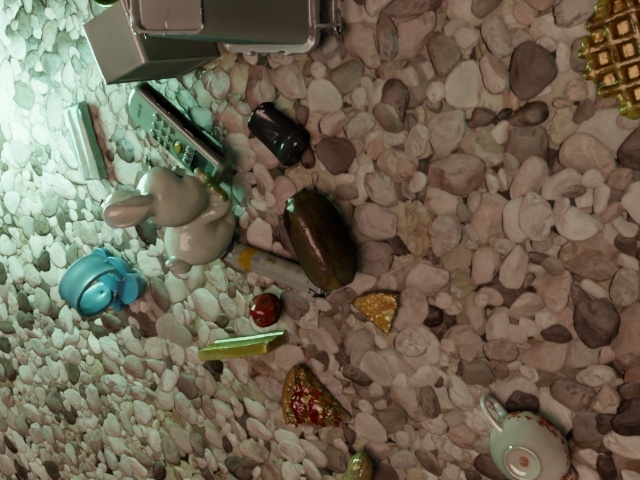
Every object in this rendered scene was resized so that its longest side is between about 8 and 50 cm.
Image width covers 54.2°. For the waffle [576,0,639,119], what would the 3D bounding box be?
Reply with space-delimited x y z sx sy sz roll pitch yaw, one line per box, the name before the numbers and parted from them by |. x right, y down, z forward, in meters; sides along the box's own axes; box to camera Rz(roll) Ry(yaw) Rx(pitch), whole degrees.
waffle | 0.543 -0.312 0.981 0.253 0.056 0.249 45 124 14

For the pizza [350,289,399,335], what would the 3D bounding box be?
pizza | 0.133 0.164 1.417 0.122 0.026 0.109 -11 102 32

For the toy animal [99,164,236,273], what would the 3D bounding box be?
toy animal | -0.349 -0.065 1.495 0.247 0.310 0.183 -44 52 -8

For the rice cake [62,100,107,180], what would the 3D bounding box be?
rice cake | -0.673 -0.279 1.784 0.085 0.040 0.226 -8 101 34

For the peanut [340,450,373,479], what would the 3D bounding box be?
peanut | 0.087 0.596 1.551 0.080 0.080 0.175 26 120 24

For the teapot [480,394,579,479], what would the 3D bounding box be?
teapot | 0.416 0.419 1.278 0.246 0.116 0.159 54 137 14

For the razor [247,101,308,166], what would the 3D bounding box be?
razor | -0.097 -0.242 1.416 0.148 0.054 0.090 45 124 14

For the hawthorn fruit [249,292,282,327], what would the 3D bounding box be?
hawthorn fruit | -0.140 0.175 1.557 0.093 0.093 0.093 11 111 30

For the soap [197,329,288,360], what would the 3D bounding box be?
soap | -0.204 0.275 1.629 0.252 0.092 0.037 -12 96 35

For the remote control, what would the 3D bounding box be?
remote control | -0.346 -0.255 1.516 0.296 0.056 0.140 42 148 -1

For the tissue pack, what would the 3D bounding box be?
tissue pack | -0.376 -0.447 1.413 0.159 0.246 0.136 -14 98 34

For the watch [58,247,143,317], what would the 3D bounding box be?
watch | -0.649 0.135 1.808 0.210 0.193 0.211 10 108 31

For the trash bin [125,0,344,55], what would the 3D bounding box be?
trash bin | -0.156 -0.479 1.185 0.295 0.367 0.256 12 111 29

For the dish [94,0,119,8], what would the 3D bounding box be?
dish | -0.381 -0.652 1.402 0.324 0.124 0.324 -11 72 38

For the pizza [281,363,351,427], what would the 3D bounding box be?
pizza | -0.017 0.419 1.575 0.198 0.062 0.188 17 116 26

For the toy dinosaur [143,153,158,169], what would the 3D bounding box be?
toy dinosaur | -0.438 -0.135 1.684 0.106 0.044 0.187 15 126 43

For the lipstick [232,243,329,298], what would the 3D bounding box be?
lipstick | -0.095 0.073 1.513 0.263 0.059 0.059 18 114 27

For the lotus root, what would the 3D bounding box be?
lotus root | 0.000 0.000 1.388 0.123 0.124 0.241 -19 97 38
